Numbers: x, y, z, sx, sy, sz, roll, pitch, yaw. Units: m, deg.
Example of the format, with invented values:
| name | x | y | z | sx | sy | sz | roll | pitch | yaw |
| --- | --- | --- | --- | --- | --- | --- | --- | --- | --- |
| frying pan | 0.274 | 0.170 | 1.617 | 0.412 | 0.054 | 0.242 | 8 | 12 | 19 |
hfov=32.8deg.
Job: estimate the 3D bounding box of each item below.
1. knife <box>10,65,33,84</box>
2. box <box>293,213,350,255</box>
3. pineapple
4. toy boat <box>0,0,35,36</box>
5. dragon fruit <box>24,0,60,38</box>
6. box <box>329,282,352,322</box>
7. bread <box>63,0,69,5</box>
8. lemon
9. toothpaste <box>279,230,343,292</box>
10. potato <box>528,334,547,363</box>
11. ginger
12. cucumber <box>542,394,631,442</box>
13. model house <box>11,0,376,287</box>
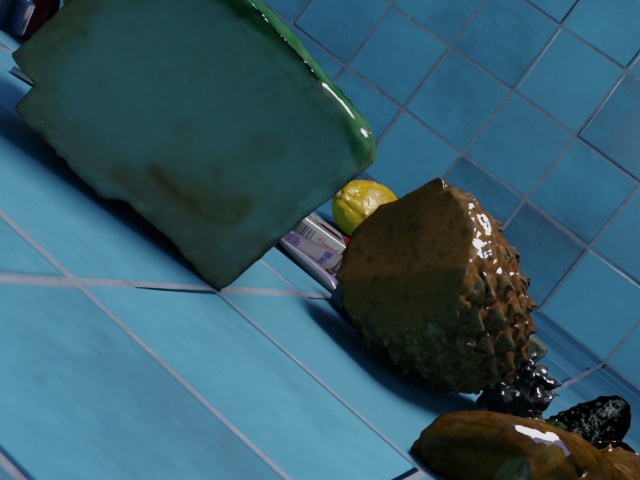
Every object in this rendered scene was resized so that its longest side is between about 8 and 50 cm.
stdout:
| name | x | y | z | sx | sy | sz | roll | pitch | yaw |
| --- | --- | --- | --- | --- | --- | --- | --- | --- | --- |
| knife | -0.279 | -0.152 | 1.310 | 0.210 | 0.015 | 0.028 | 33 | 15 | -25 |
| box | 0.000 | 0.000 | 1.531 | 0.152 | 0.048 | 0.100 | 34 | 10 | -9 |
| pineapple | 0.172 | 0.099 | 1.249 | 0.362 | 0.202 | 0.202 | 46 | 0 | -44 |
| toy boat | -0.367 | -0.258 | 1.120 | 0.143 | 0.129 | 0.309 | 23 | 11 | -16 |
| dragon fruit | -0.467 | -0.394 | 1.486 | 0.262 | 0.189 | 0.163 | 32 | -22 | -7 |
| box | 0.059 | 0.055 | 1.307 | 0.054 | 0.099 | 0.074 | 24 | -4 | 44 |
| bread | -0.243 | -0.379 | 1.514 | 0.233 | 0.245 | 0.361 | -55 | 129 | -82 |
| lemon | 0.082 | -0.052 | 1.950 | 0.155 | 0.114 | 0.114 | 24 | 15 | -39 |
| toothpaste | -0.015 | 0.011 | 1.415 | 0.301 | 0.048 | 0.075 | 37 | 12 | 16 |
| potato | 0.199 | 0.116 | 1.511 | 0.255 | 0.112 | 0.269 | 39 | 8 | -20 |
| ginger | 0.228 | 0.225 | 1.017 | 0.309 | 0.107 | 0.133 | 23 | 29 | -46 |
| cucumber | 0.316 | 0.236 | 1.317 | 0.303 | 0.081 | 0.072 | 2 | 60 | -63 |
| model house | -0.120 | -0.142 | 1.108 | 0.312 | 0.245 | 0.280 | 45 | 11 | -8 |
